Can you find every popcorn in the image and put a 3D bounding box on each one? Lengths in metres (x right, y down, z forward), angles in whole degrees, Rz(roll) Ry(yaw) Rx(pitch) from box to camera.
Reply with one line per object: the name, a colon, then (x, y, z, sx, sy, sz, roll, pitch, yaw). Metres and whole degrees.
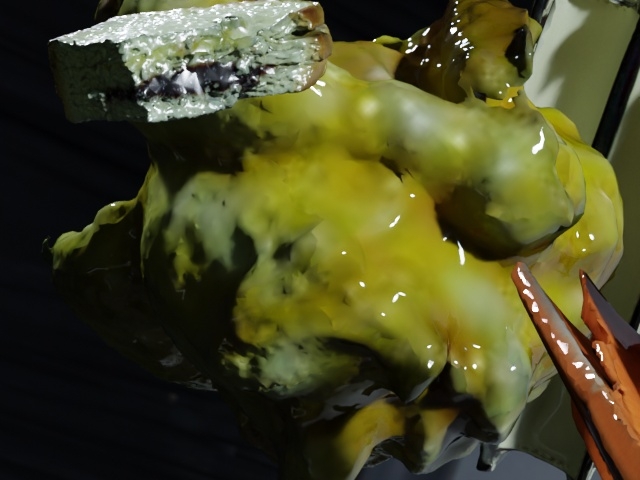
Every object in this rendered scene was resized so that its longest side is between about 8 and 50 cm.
popcorn: (0.004, 0.006, 1.103, 0.325, 0.321, 0.290, -21, 75, 10)

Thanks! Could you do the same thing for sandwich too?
sandwich: (-0.049, -0.071, 0.779, 0.105, 0.093, 0.036, -6, 103, 10)

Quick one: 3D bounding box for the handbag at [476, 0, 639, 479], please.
handbag: (0.187, -0.032, 1.342, 0.160, 0.237, 0.358, 25, 115, 17)

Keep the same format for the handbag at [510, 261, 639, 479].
handbag: (0.225, 0.203, 0.802, 0.116, 0.410, 0.303, -28, 25, 2)
